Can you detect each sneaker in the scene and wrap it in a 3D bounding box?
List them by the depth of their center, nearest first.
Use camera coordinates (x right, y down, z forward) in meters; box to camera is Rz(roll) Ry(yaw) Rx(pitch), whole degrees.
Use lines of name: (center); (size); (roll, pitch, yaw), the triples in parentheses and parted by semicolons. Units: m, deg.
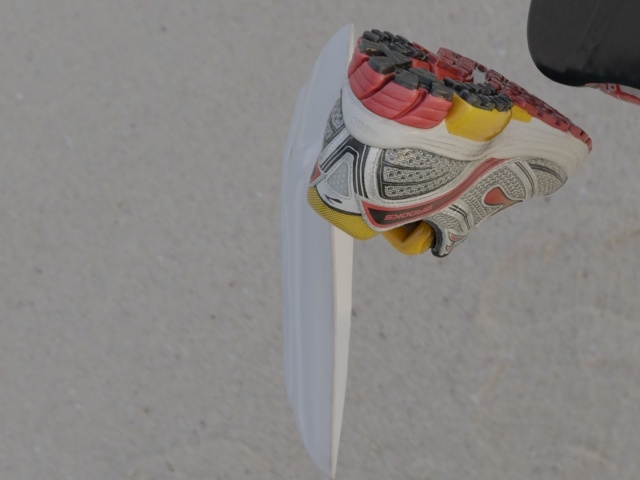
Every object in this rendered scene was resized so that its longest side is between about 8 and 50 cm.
sneaker: (0.225, -0.080, 0.707); (0.270, 0.145, 0.090); (-140, 55, -58)
sneaker: (0.060, -0.042, 0.747); (0.088, 0.225, 0.093); (37, 107, 26)

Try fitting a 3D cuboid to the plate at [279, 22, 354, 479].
plate: (0.000, 0.000, 1.186); (0.045, 0.278, 0.277); (1, 26, 3)
